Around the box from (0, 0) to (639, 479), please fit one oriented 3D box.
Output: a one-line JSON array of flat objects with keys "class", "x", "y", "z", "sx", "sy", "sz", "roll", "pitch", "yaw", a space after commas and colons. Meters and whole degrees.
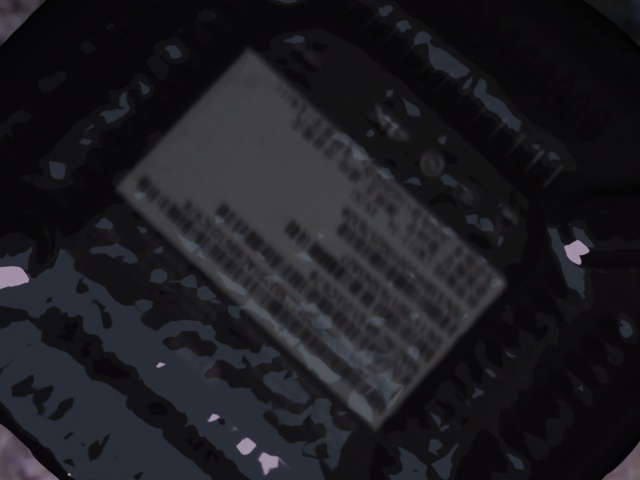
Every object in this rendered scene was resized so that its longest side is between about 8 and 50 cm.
[{"class": "box", "x": 0.000, "y": 0.000, "z": 0.721, "sx": 0.290, "sy": 0.073, "sz": 0.289, "roll": 43, "pitch": 84, "yaw": 7}]
